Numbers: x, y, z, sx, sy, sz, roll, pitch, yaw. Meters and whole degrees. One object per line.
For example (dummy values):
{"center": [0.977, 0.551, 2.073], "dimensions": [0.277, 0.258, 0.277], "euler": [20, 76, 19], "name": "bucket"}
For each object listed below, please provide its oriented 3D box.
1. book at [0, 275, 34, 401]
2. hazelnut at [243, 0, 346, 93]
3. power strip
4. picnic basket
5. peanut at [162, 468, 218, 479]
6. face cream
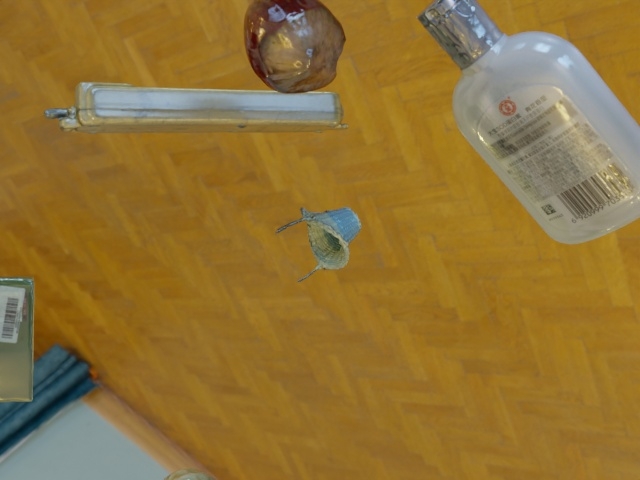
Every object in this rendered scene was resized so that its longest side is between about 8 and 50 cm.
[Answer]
{"center": [-0.580, 0.150, 1.022], "dimensions": [0.026, 0.290, 0.201], "euler": [-151, 64, -73], "name": "book"}
{"center": [-0.023, -0.153, 0.530], "dimensions": [0.086, 0.086, 0.086], "euler": [19, 130, 25], "name": "hazelnut"}
{"center": [-0.115, -0.132, 0.692], "dimensions": [0.064, 0.306, 0.044], "euler": [-176, 83, -71], "name": "power strip"}
{"center": [0.000, 0.000, 0.692], "dimensions": [0.083, 0.083, 0.065], "euler": [34, 147, 50], "name": "picnic basket"}
{"center": [-0.099, 0.314, 0.667], "dimensions": [0.194, 0.083, 0.093], "euler": [60, 177, 8], "name": "peanut"}
{"center": [0.207, -0.126, 0.679], "dimensions": [0.291, 0.071, 0.144], "euler": [45, 131, -10], "name": "face cream"}
